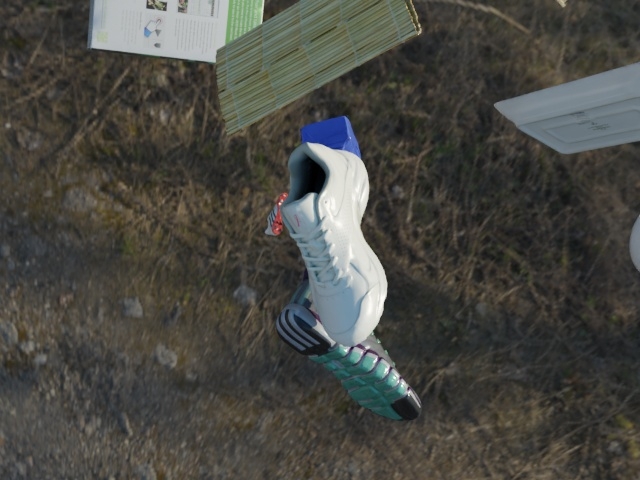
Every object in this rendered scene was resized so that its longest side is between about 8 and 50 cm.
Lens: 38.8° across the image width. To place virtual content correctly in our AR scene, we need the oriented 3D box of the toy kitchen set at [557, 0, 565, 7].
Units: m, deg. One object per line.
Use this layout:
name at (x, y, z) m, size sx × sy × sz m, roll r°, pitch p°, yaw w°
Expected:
toy kitchen set at (0.310, -0.369, 1.192) m, size 0.075 × 0.068 × 0.083 m, roll 31°, pitch 27°, yaw -40°

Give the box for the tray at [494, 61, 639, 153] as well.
tray at (0.350, -0.152, 1.131) m, size 0.145 × 0.270 × 0.030 m, roll 25°, pitch 76°, yaw -25°

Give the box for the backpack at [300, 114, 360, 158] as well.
backpack at (0.020, -0.149, 1.635) m, size 0.098 × 0.120 × 0.101 m, roll -9°, pitch 61°, yaw 12°

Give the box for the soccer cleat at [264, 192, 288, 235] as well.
soccer cleat at (-0.076, -0.046, 1.596) m, size 0.029 × 0.035 × 0.083 m, roll 33°, pitch 59°, yaw -38°

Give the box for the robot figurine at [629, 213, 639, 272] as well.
robot figurine at (0.668, 0.027, 1.556) m, size 0.278 × 0.209 × 0.173 m, roll 27°, pitch 27°, yaw -6°

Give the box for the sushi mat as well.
sushi mat at (-0.016, -0.264, 1.220) m, size 0.019 × 0.316 × 0.151 m, roll 23°, pitch 51°, yaw -51°

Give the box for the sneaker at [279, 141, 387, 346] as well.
sneaker at (0.000, 0.000, 0.978) m, size 0.115 × 0.090 × 0.232 m, roll 20°, pitch 53°, yaw -53°

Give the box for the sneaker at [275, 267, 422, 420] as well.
sneaker at (0.052, 0.123, 1.078) m, size 0.224 × 0.083 × 0.098 m, roll 43°, pitch 51°, yaw -24°

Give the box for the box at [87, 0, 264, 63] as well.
box at (-0.263, -0.454, 1.699) m, size 0.322 × 0.058 × 0.232 m, roll 4°, pitch 100°, yaw -20°
